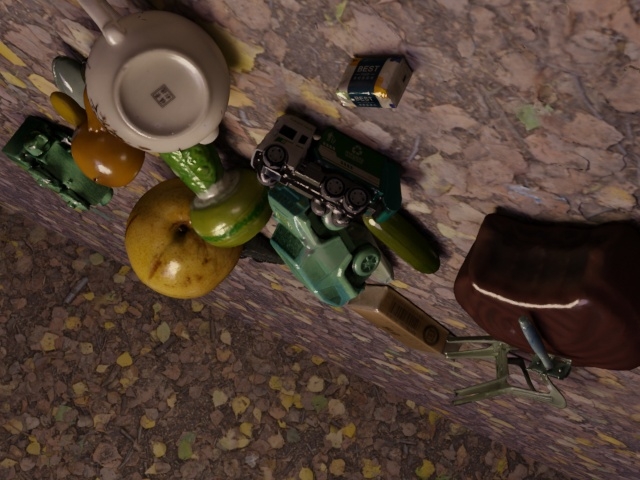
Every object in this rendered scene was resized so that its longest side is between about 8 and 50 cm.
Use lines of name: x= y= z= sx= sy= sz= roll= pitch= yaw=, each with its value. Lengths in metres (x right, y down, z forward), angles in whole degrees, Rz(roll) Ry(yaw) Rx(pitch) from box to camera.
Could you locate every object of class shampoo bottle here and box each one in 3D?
shampoo bottle: x=0.115 y=0.031 z=1.413 sx=0.072 sy=0.049 sz=0.212 roll=20 pitch=161 yaw=33

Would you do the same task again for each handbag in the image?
handbag: x=-0.235 y=0.015 z=1.807 sx=0.270 sy=0.088 sz=0.175 roll=11 pitch=164 yaw=40

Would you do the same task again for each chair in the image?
chair: x=0.470 y=0.347 z=1.601 sx=0.275 sy=0.190 sz=0.203 roll=-8 pitch=155 yaw=9

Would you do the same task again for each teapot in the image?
teapot: x=-0.253 y=-0.255 z=0.936 sx=0.299 sy=0.208 sz=0.166 roll=55 pitch=-167 yaw=-23

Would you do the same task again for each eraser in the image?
eraser: x=0.242 y=0.238 z=1.764 sx=0.343 sy=0.078 sz=0.144 roll=36 pitch=161 yaw=-28

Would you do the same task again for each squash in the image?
squash: x=0.163 y=-0.004 z=1.224 sx=0.258 sy=0.069 sz=0.069 roll=38 pitch=158 yaw=-34

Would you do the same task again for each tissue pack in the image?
tissue pack: x=0.069 y=-0.205 z=0.807 sx=0.083 sy=0.062 sz=0.042 roll=12 pitch=161 yaw=38

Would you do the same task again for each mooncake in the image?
mooncake: x=0.389 y=0.085 z=1.004 sx=0.326 sy=0.174 sz=0.334 roll=24 pitch=163 yaw=15

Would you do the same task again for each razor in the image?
razor: x=0.336 y=0.162 z=0.964 sx=0.068 sy=0.040 sz=0.135 roll=9 pitch=146 yaw=48

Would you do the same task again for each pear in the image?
pear: x=-0.331 y=-0.005 z=1.529 sx=0.314 sy=0.314 sz=0.314 roll=24 pitch=162 yaw=8

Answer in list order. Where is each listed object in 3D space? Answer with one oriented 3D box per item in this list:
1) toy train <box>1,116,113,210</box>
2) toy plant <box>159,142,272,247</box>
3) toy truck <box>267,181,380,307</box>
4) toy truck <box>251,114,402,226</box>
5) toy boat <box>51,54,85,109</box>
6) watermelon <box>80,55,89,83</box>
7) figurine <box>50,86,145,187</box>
toy train: x=-0.726 y=-0.204 z=1.735 sx=0.238 sy=0.167 sz=0.299 roll=21 pitch=161 yaw=34
toy plant: x=-0.243 y=-0.141 z=1.259 sx=0.316 sy=0.184 sz=0.224 roll=51 pitch=169 yaw=-32
toy truck: x=0.000 y=0.000 z=1.219 sx=0.155 sy=0.156 sz=0.279 roll=40 pitch=168 yaw=45
toy truck: x=0.016 y=-0.111 z=1.043 sx=0.253 sy=0.124 sz=0.114 roll=29 pitch=161 yaw=-4
toy boat: x=-0.481 y=-0.296 z=1.288 sx=0.085 sy=0.078 sz=0.260 roll=44 pitch=171 yaw=20
watermelon: x=-0.401 y=-0.301 z=1.159 sx=0.078 sy=0.078 sz=0.110 roll=15 pitch=155 yaw=30
figurine: x=-0.335 y=-0.214 z=1.058 sx=0.215 sy=0.228 sz=0.215 roll=47 pitch=165 yaw=16
